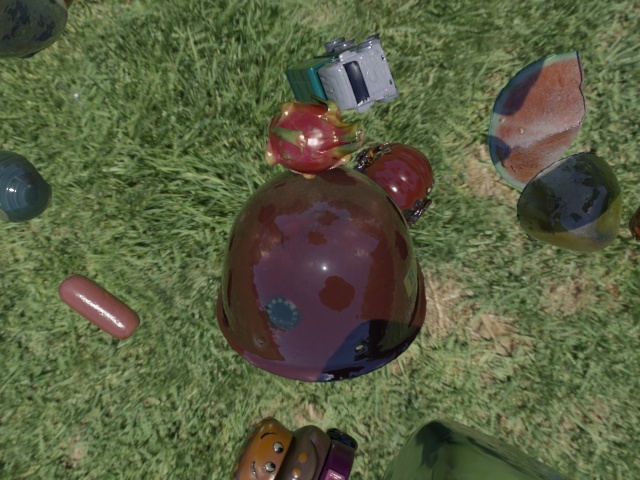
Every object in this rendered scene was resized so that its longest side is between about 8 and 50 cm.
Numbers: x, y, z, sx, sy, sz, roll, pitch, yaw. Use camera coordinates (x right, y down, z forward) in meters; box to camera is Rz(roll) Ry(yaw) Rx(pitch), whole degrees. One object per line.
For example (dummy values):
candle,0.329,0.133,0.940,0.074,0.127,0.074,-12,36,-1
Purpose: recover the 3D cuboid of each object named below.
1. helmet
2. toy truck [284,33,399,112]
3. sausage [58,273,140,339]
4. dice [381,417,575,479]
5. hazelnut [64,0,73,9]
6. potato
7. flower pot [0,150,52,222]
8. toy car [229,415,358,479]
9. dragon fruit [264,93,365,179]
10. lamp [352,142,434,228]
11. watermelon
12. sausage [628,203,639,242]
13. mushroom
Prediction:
helmet,0.000,0.000,1.012,0.338,0.384,0.230,5,135,9
toy truck,0.030,-0.275,1.126,0.124,0.253,0.114,-27,110,-11
sausage,-0.396,0.118,1.185,0.154,0.062,0.062,37,90,-9
dice,0.151,0.311,0.545,0.255,0.252,0.249,29,85,1
hazelnut,-0.465,-0.430,0.964,0.230,0.229,0.229,0,92,-3
potato,0.444,-0.039,1.119,0.182,0.117,0.202,-33,132,8
flower pot,-0.824,-0.140,1.749,0.243,0.189,0.157,13,56,33
toy car,-0.076,0.521,1.449,0.241,0.340,0.271,26,61,0
dragon fruit,-0.005,-0.109,0.704,0.116,0.081,0.086,15,126,24
lamp,0.158,-0.128,1.563,0.227,0.227,0.226,0,92,-3
watermelon,0.571,-0.347,1.858,0.222,0.319,0.292,6,63,-15
sausage,0.484,-0.085,0.824,0.102,0.102,0.330,51,54,-4
mushroom,-0.360,-0.250,0.718,0.159,0.328,0.122,-17,108,5
